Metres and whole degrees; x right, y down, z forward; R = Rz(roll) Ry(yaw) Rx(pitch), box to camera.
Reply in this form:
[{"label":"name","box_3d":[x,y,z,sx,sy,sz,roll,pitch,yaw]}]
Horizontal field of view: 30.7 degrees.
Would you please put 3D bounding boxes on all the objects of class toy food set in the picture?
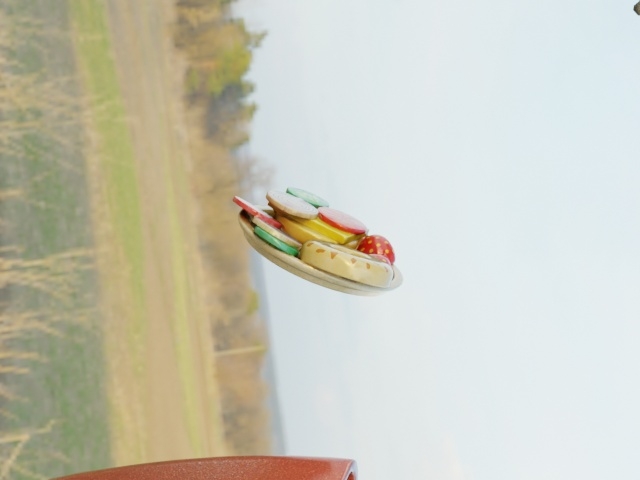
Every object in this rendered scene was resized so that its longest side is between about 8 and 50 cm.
[{"label":"toy food set","box_3d":[0.000,0.000,0.525,0.020,0.083,0.083,-67,164,15]}]

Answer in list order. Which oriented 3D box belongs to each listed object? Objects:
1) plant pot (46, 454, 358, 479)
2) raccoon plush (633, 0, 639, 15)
[{"label":"plant pot","box_3d":[-0.124,0.311,0.823,0.267,0.236,0.267,-57,151,-53]},{"label":"raccoon plush","box_3d":[0.264,-0.183,0.463,0.299,0.216,0.446,164,-90,-81]}]
